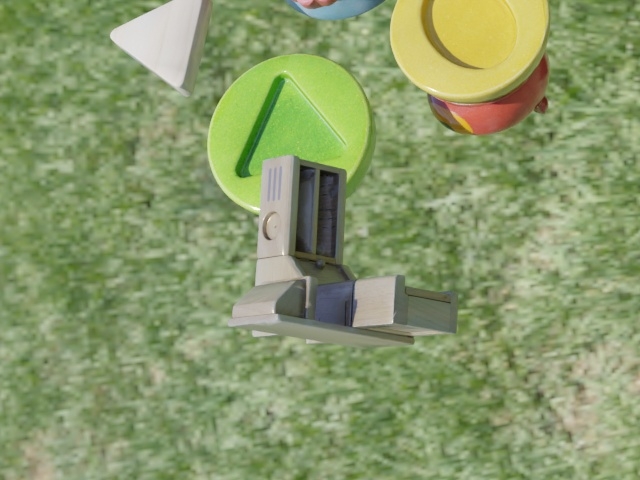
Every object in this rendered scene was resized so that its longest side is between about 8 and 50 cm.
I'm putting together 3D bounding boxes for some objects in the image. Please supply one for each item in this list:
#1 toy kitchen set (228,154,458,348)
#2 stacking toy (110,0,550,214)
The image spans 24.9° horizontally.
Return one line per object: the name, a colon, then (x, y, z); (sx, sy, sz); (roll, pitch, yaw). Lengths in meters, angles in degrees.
toy kitchen set: (0.000, 0.000, 0.553); (0.083, 0.068, 0.075); (-9, 75, 49)
stacking toy: (0.014, -0.153, 1.169); (0.279, 0.130, 0.309); (-42, 64, 2)
